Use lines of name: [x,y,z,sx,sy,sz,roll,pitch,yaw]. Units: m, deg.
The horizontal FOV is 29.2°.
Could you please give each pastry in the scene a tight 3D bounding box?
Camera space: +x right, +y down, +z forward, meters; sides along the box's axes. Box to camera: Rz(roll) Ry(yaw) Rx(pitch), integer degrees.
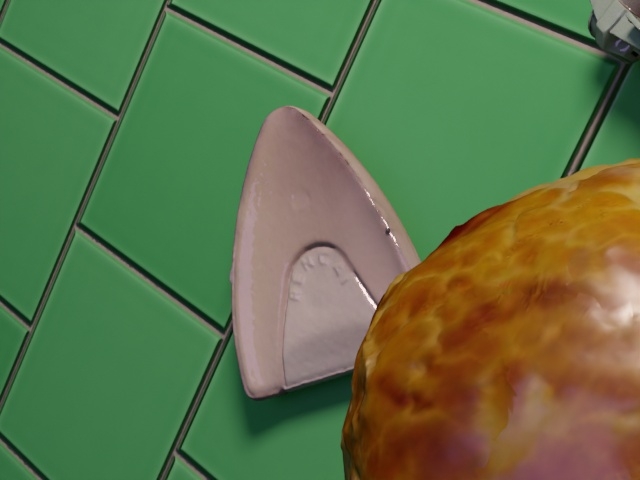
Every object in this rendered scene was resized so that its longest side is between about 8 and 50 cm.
pastry: [0.182,0.137,0.752,0.388,0.313,0.388,-3,85,36]

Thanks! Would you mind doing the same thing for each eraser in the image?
eraser: [0.001,0.000,1.067,0.204,0.059,0.243,-20,75,34]

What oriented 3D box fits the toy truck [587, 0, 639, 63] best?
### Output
toy truck: [0.302,-0.211,0.846,0.256,0.108,0.140,-52,43,23]
